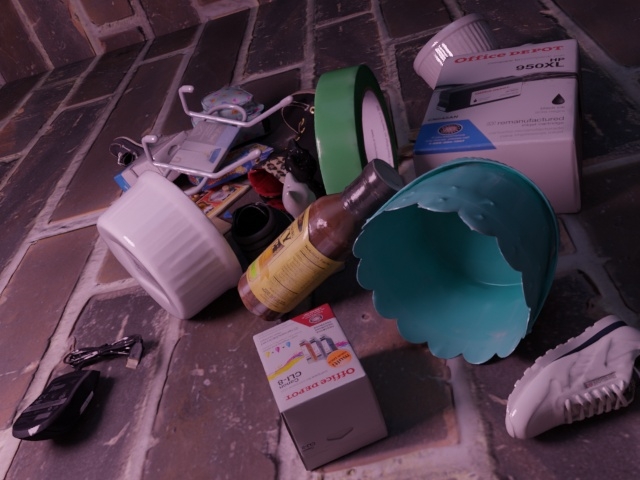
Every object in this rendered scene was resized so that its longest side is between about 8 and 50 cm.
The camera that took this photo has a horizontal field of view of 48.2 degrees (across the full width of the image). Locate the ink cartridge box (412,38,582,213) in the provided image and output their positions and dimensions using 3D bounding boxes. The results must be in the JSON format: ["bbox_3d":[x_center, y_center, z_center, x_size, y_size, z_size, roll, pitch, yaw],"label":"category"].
[{"bbox_3d":[0.365,-0.227,1.417,0.286,0.166,0.395,-2,38,22],"label":"ink cartridge box"}]

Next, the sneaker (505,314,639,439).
[{"bbox_3d":[0.339,0.185,0.914,0.235,0.090,0.095,-32,44,-16],"label":"sneaker"}]

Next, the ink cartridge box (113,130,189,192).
[{"bbox_3d":[-0.416,-0.190,1.827,0.191,0.082,0.139,-13,29,45],"label":"ink cartridge box"}]

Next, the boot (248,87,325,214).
[{"bbox_3d":[-0.045,-0.209,1.651,0.284,0.138,0.377,-35,46,-22],"label":"boot"}]

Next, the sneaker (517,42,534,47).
[{"bbox_3d":[0.404,-0.347,1.650,0.290,0.106,0.123,-30,52,2],"label":"sneaker"}]

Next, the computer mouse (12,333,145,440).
[{"bbox_3d":[-0.394,0.256,1.224,0.184,0.060,0.262,-17,21,12],"label":"computer mouse"}]

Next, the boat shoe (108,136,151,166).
[{"bbox_3d":[-0.550,-0.244,2.037,0.206,0.075,0.065,18,45,38],"label":"boat shoe"}]

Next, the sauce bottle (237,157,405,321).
[{"bbox_3d":[0.000,0.000,1.191,0.344,0.111,0.111,-44,22,28],"label":"sauce bottle"}]

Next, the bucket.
[{"bbox_3d":[0.211,0.020,1.063,0.281,0.281,0.183,7,37,35],"label":"bucket"}]

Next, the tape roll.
[{"bbox_3d":[0.076,-0.166,1.351,0.077,0.321,0.321,-8,34,19],"label":"tape roll"}]

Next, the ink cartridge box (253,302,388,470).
[{"bbox_3d":[-0.002,0.205,1.020,0.128,0.127,0.176,-23,33,-6],"label":"ink cartridge box"}]

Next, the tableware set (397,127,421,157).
[{"bbox_3d":[0.253,-0.226,1.627,0.141,0.020,0.168,-1,37,27],"label":"tableware set"}]

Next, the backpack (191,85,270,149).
[{"bbox_3d":[-0.252,-0.325,1.936,0.188,0.144,0.166,-34,40,-14],"label":"backpack"}]

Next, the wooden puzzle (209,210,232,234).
[{"bbox_3d":[-0.240,-0.023,1.597,0.116,0.014,0.078,-33,39,-19],"label":"wooden puzzle"}]

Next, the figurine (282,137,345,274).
[{"bbox_3d":[-0.025,-0.060,1.351,0.092,0.209,0.214,-14,33,9],"label":"figurine"}]

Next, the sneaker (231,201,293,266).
[{"bbox_3d":[-0.112,-0.033,1.417,0.105,0.146,0.295,-20,31,4],"label":"sneaker"}]

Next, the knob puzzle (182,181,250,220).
[{"bbox_3d":[-0.293,-0.101,1.726,0.213,0.030,0.213,-14,33,10],"label":"knob puzzle"}]

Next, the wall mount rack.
[{"bbox_3d":[-0.235,-0.250,1.687,0.304,0.130,0.350,11,50,15],"label":"wall mount rack"}]

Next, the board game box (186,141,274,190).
[{"bbox_3d":[-0.224,-0.186,1.777,0.201,0.035,0.136,-25,23,-17],"label":"board game box"}]

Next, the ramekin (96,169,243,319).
[{"bbox_3d":[-0.285,0.018,1.329,0.135,0.277,0.277,-43,38,-19],"label":"ramekin"}]

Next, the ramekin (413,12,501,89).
[{"bbox_3d":[0.340,-0.440,1.739,0.207,0.207,0.109,-29,77,-14],"label":"ramekin"}]
